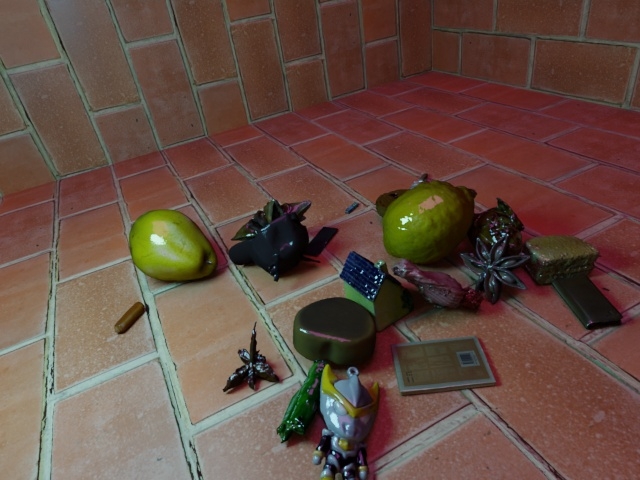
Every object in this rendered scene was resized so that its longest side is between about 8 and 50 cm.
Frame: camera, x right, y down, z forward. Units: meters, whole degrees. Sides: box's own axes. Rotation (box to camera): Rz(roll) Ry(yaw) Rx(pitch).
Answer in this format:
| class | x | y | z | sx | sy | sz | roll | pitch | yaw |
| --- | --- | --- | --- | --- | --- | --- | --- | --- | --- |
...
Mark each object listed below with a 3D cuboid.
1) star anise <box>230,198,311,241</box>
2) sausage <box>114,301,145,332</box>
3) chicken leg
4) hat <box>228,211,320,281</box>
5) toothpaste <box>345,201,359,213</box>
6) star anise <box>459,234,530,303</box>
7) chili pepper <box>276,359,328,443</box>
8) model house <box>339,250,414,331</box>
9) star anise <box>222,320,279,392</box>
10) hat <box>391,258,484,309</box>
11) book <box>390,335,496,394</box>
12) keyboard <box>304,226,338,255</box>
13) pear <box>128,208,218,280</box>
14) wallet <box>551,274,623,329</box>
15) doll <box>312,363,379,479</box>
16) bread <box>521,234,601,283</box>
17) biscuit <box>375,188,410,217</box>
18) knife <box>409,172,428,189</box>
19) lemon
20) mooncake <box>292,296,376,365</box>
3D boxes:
| class | x | y | z | sx | sy | sz | roll | pitch | yaw |
| --- | --- | --- | --- | --- | --- | --- | --- | --- | --- |
| star anise | -0.196 | -0.061 | 1.718 | 0.292 | 0.349 | 0.109 | -2 | 57 | -20 |
| sausage | -0.658 | 0.266 | 1.535 | 0.041 | 0.039 | 0.131 | 10 | 38 | 16 |
| chicken leg | 0.573 | -0.059 | 1.553 | 0.140 | 0.211 | 0.361 | 14 | 28 | -22 |
| hat | -0.163 | 0.069 | 1.623 | 0.336 | 0.209 | 0.238 | -32 | -20 | 27 |
| toothpaste | 0.140 | -0.144 | 1.979 | 0.020 | 0.017 | 0.083 | 15 | 41 | 35 |
| star anise | 0.550 | 0.080 | 1.382 | 0.197 | 0.073 | 0.212 | -27 | 65 | 32 |
| chili pepper | -0.037 | 0.406 | 1.125 | 0.098 | 0.061 | 0.224 | -24 | 26 | 40 |
| model house | 0.169 | 0.126 | 1.376 | 0.170 | 0.211 | 0.194 | -25 | 34 | -19 |
| star anise | -0.196 | 0.325 | 1.231 | 0.158 | 0.144 | 0.140 | -5 | 41 | 5 |
| hat | 0.347 | 0.145 | 1.343 | 0.286 | 0.107 | 0.237 | 22 | 0 | 3 |
| book | 0.320 | 0.330 | 1.194 | 0.241 | 0.018 | 0.170 | -7 | 31 | 4 |
| keyboard | 0.000 | 0.002 | 1.794 | 0.074 | 0.015 | 0.196 | 5 | 35 | 29 |
| pear | -0.550 | 0.020 | 1.686 | 0.336 | 0.285 | 0.285 | 6 | 33 | -3 |
| wallet | 0.773 | 0.176 | 1.299 | 0.110 | 0.031 | 0.198 | -8 | 33 | 2 |
| doll | 0.056 | 0.426 | 1.042 | 0.145 | 0.103 | 0.316 | 3 | 40 | 11 |
| bread | 0.758 | 0.056 | 1.424 | 0.196 | 0.102 | 0.138 | -9 | 35 | -5 |
| biscuit | 0.370 | -0.141 | 1.853 | 0.295 | 0.075 | 0.296 | -2 | 27 | 1 |
| knife | 0.444 | -0.264 | 2.029 | 0.047 | 0.017 | 0.298 | 3 | 22 | 22 |
| lemon | 0.366 | -0.062 | 1.527 | 0.316 | 0.285 | 0.285 | -41 | 7 | 43 |
| mooncake | 0.042 | 0.259 | 1.280 | 0.234 | 0.117 | 0.235 | 2 | 23 | -1 |
